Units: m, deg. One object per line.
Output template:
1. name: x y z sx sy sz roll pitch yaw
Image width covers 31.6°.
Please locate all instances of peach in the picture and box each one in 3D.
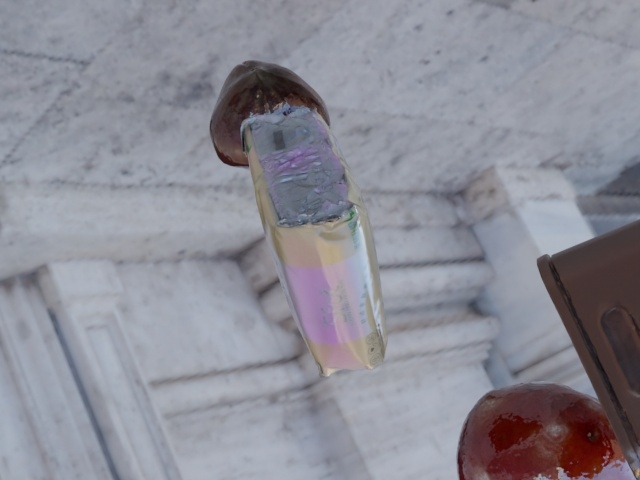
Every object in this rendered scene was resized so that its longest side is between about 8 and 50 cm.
1. peach: 0.284 0.284 1.422 0.199 0.243 0.243 -30 171 -46

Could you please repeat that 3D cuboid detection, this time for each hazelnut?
1. hazelnut: -0.093 -0.232 2.105 0.230 0.229 0.229 -23 163 -7

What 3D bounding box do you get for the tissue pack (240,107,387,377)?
1. tissue pack: 0.000 0.000 1.310 0.123 0.215 0.256 -18 133 -1

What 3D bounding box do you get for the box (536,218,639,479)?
1. box: 0.387 0.105 1.072 0.229 0.239 0.339 -26 156 17
